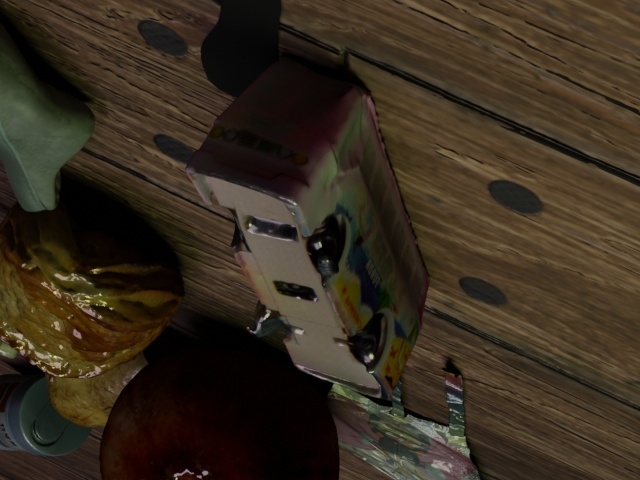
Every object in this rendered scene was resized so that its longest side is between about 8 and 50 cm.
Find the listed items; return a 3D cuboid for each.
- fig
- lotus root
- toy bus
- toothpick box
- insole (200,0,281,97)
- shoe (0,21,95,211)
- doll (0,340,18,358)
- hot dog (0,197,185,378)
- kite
[{"bbox_3d":[-0.089,0.213,1.404,0.235,0.235,0.214,16,165,29],"label":"fig"},{"bbox_3d":[-0.222,0.143,1.575,0.110,0.097,0.258,39,152,-17],"label":"lotus root"},{"bbox_3d":[0.001,0.000,0.988,0.090,0.112,0.274,19,156,23],"label":"toy bus"},{"bbox_3d":[-0.359,0.215,1.873,0.101,0.101,0.153,40,155,-26],"label":"toothpick box"},{"bbox_3d":[-0.049,-0.124,0.927,0.053,0.002,0.152,27,158,4],"label":"insole"},{"bbox_3d":[-0.206,-0.093,1.110,0.078,0.079,0.195,-8,145,-3],"label":"shoe"},{"bbox_3d":[-0.475,0.062,1.690,0.296,0.117,0.141,22,164,-21],"label":"doll"},{"bbox_3d":[-0.209,0.036,1.314,0.175,0.114,0.259,37,154,-8],"label":"hot dog"},{"bbox_3d":[0.075,0.165,1.375,0.204,0.022,0.360,26,158,15],"label":"kite"}]
